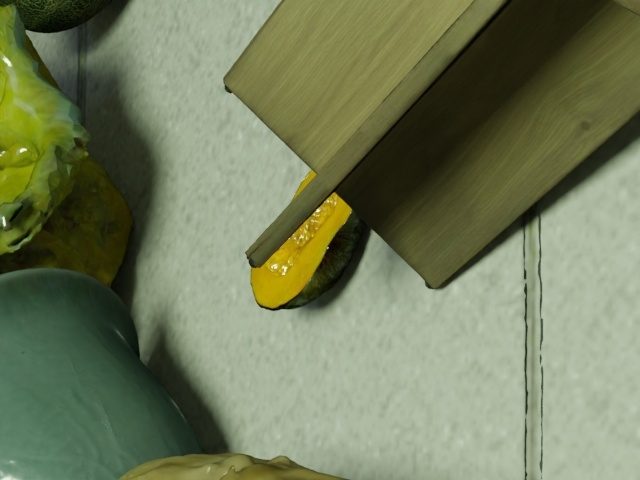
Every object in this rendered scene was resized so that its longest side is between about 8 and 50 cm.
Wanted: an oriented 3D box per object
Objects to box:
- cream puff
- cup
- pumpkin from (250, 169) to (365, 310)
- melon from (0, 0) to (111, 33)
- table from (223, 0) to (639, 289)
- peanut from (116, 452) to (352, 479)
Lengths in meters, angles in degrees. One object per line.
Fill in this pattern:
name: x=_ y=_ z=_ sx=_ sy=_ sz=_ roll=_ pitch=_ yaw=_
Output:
cream puff: x=-0.215 y=-0.023 z=0.801 sx=0.185 sy=0.281 sz=0.282 roll=-23 pitch=61 yaw=36
cup: x=-0.125 y=0.134 z=0.717 sx=0.150 sy=0.199 sz=0.199 roll=33 pitch=106 yaw=33
pumpkin: x=0.000 y=0.000 z=0.695 sx=0.083 sy=0.028 sz=0.050 roll=-59 pitch=37 yaw=8
melon: x=-0.167 y=-0.203 z=0.913 sx=0.114 sy=0.114 sz=0.167 roll=43 pitch=110 yaw=50
table: x=0.057 y=-0.080 z=0.560 sx=0.227 sy=0.167 sz=0.167 roll=-46 pitch=45 yaw=47
peanut: x=0.026 y=0.198 z=0.482 sx=0.387 sy=0.169 sz=0.192 roll=40 pitch=110 yaw=47
